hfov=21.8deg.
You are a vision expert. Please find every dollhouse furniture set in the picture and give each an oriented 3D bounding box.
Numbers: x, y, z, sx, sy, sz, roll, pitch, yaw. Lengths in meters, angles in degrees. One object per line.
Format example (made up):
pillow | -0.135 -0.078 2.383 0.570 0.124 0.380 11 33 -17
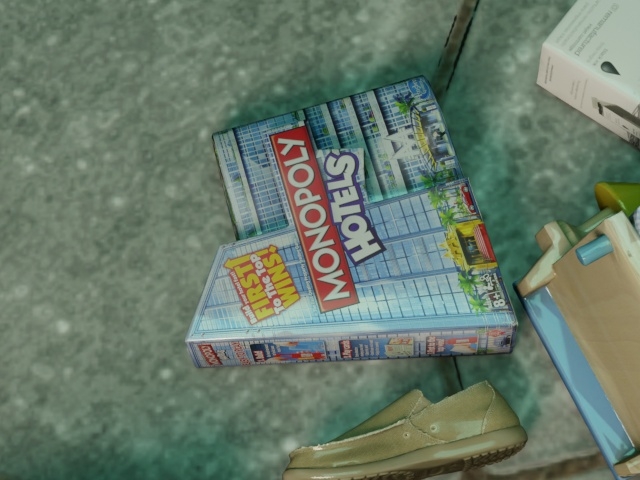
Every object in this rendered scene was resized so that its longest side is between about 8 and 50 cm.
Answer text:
dollhouse furniture set | 0.263 0.063 0.870 0.198 0.286 0.303 -27 80 -7

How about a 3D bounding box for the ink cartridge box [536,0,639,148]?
ink cartridge box | 0.222 -0.112 1.067 0.135 0.056 0.099 34 73 16

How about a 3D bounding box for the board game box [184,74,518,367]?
board game box | 0.000 0.000 1.034 0.194 0.060 0.194 -16 68 -4

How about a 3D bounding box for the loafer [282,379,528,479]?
loafer | 0.047 0.119 0.989 0.148 0.056 0.050 -9 67 -11
